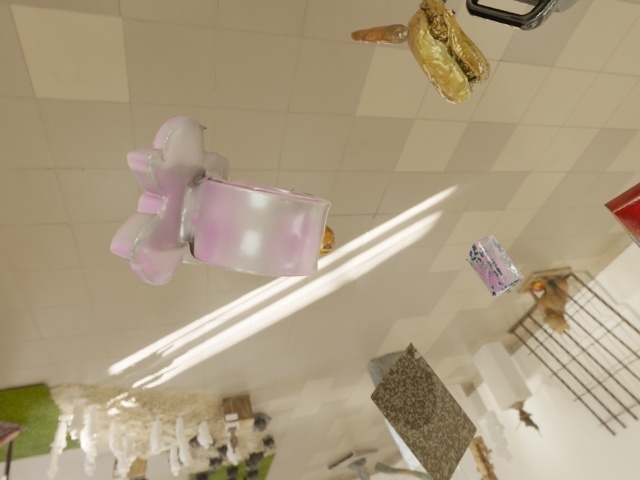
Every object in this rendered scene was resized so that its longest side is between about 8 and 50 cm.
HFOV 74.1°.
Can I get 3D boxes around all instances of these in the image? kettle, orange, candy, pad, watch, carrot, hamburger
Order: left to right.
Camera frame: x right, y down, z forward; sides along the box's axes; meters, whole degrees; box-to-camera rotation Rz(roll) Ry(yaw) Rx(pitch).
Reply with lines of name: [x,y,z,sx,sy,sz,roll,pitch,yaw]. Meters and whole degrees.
watch: [-0.102,-0.037,0.567,0.217,0.248,0.211,12,96,9]
orange: [0.000,0.000,1.066,0.083,0.084,0.084,-12,140,-10]
carrot: [0.140,-0.511,1.059,0.047,0.191,0.047,-16,116,-35]
pad: [0.209,0.343,0.838,0.158,0.235,0.003,-39,-177,-35]
hamburger: [0.355,-0.553,1.220,0.158,0.319,0.318,-33,139,25]
candy: [0.500,0.077,1.229,0.073,0.160,0.092,-17,150,-15]
kettle: [0.547,-0.746,1.156,0.262,0.308,0.203,-34,146,-17]

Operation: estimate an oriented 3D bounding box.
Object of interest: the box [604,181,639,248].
box: [0.643,-0.031,0.797,0.175,0.048,0.112,44,117,-9]
